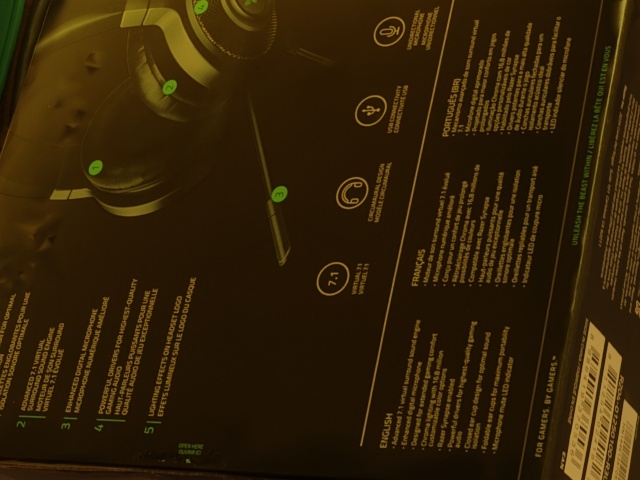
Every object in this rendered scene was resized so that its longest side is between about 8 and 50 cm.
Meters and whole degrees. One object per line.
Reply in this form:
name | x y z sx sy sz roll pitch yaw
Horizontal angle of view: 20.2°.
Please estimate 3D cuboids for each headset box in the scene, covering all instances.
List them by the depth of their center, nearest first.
headset box | 0.000 0.000 0.699 0.283 0.131 0.246 -2 63 30

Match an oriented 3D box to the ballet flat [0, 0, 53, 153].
ballet flat | -0.155 -0.036 0.787 0.072 0.068 0.213 20 96 12
